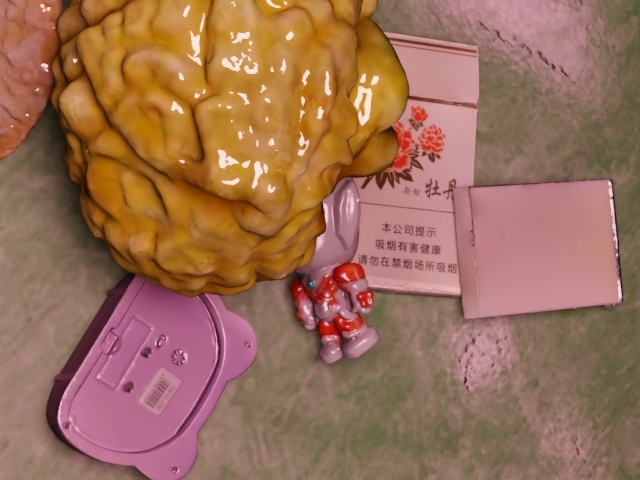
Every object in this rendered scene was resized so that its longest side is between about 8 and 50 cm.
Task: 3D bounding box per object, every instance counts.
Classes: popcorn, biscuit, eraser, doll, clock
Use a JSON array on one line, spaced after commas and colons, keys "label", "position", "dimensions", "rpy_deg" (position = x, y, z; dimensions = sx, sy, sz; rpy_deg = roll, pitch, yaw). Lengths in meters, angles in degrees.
[{"label": "popcorn", "position": [-0.061, -0.094, 1.316], "dimensions": [0.224, 0.258, 0.270], "rpy_deg": [29, 91, 20]}, {"label": "biscuit", "position": [-0.263, -0.174, 1.333], "dimensions": [0.040, 0.188, 0.265], "rpy_deg": [-58, 141, -59]}, {"label": "eraser", "position": [0.171, 0.006, 1.543], "dimensions": [0.150, 0.023, 0.103], "rpy_deg": [-4, 88, -34]}, {"label": "doll", "position": [0.000, 0.000, 1.450], "dimensions": [0.079, 0.094, 0.180], "rpy_deg": [-10, 84, -47]}, {"label": "clock", "position": [-0.121, 0.095, 1.409], "dimensions": [0.110, 0.050, 0.152], "rpy_deg": [35, 72, -16]}]

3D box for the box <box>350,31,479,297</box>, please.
[{"label": "box", "position": [0.066, -0.058, 1.518], "dimensions": [0.109, 0.029, 0.198], "rpy_deg": [6, 83, -23]}]
